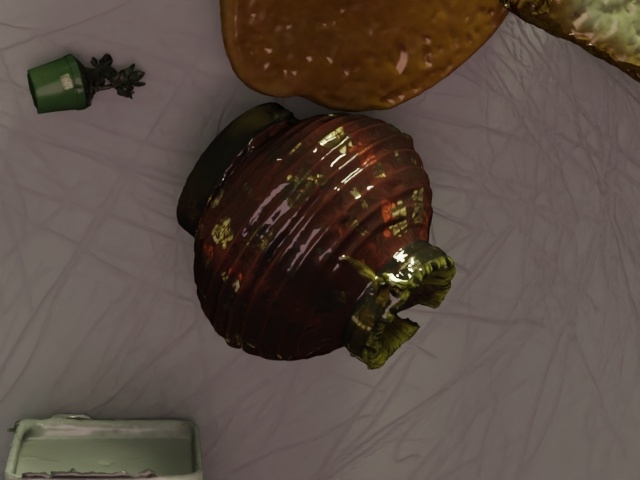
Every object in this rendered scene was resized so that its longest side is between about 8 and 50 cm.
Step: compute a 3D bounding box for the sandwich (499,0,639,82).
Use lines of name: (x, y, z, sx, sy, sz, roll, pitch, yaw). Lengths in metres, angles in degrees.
sandwich: (0.353, -0.235, 1.561, 0.325, 0.131, 0.262, 28, 101, -19)

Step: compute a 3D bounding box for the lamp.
lamp: (0.000, 0.000, 1.570, 0.247, 0.247, 0.247, -1, 107, -4)

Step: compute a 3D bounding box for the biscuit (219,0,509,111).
biscuit: (0.040, -0.285, 1.546, 0.312, 0.057, 0.351, -23, 118, -11)

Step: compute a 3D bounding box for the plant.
plant: (-0.206, -0.143, 1.604, 0.102, 0.051, 0.051, -13, 108, -14)

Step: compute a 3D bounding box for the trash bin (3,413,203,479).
trash bin: (-0.195, 0.363, 1.645, 0.255, 0.296, 0.368, 1, 101, -4)
